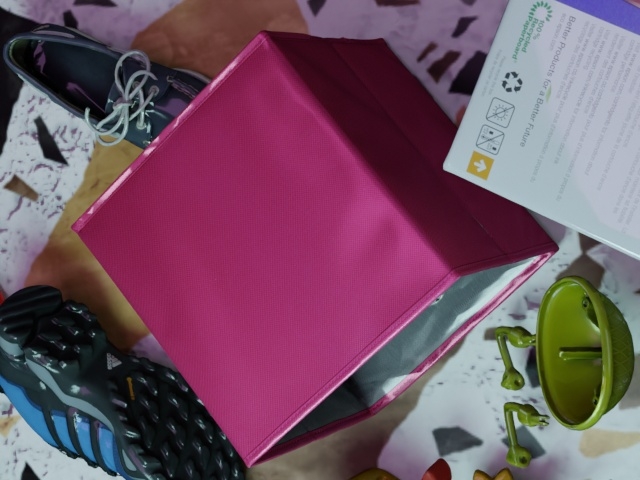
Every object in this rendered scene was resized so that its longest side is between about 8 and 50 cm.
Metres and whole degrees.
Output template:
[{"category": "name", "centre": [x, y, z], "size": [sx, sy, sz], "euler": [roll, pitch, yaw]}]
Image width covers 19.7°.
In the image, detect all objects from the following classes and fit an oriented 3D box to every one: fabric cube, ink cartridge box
[{"category": "fabric cube", "centre": [0.000, 0.000, 1.584], "size": [0.254, 0.259, 0.258], "euler": [-45, 75, 22]}, {"category": "ink cartridge box", "centre": [0.278, -0.127, 1.306], "size": [0.307, 0.072, 0.303], "euler": [26, 107, 17]}]

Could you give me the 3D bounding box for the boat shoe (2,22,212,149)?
[{"category": "boat shoe", "centre": [-0.186, -0.140, 1.747], "size": [0.254, 0.079, 0.095], "euler": [30, 106, 18]}]

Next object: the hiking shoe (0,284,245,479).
[{"category": "hiking shoe", "centre": [-0.199, 0.173, 1.791], "size": [0.304, 0.113, 0.132], "euler": [43, 141, 8]}]

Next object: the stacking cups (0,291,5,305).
[{"category": "stacking cups", "centre": [-0.454, 0.136, 1.897], "size": [0.316, 0.096, 0.096], "euler": [-40, 79, 19]}]

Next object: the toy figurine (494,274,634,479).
[{"category": "toy figurine", "centre": [0.293, 0.218, 1.553], "size": [0.217, 0.191, 0.362], "euler": [0, 73, -18]}]

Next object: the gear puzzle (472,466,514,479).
[{"category": "gear puzzle", "centre": [0.153, 0.369, 1.645], "size": [0.176, 0.044, 0.338], "euler": [7, 98, 7]}]

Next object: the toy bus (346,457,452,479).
[{"category": "toy bus", "centre": [0.021, 0.270, 1.644], "size": [0.104, 0.191, 0.202], "euler": [32, 151, 18]}]
